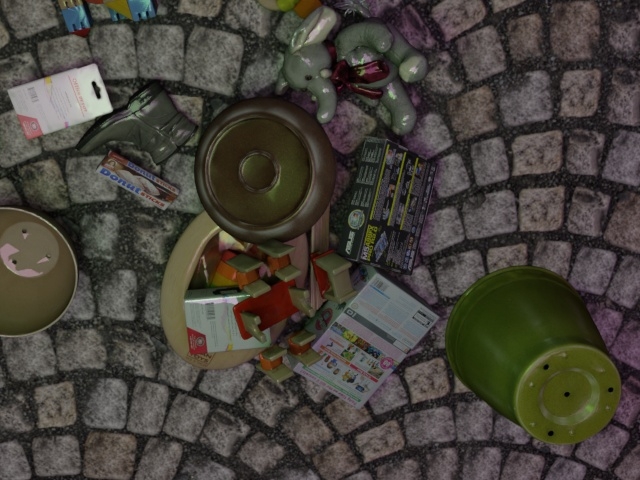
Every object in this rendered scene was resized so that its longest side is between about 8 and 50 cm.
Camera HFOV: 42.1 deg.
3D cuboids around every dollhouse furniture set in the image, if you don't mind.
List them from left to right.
[{"bbox_3d":[-0.064,0.117,1.729,0.259,0.135,0.262,-26,116,-27],"label":"dollhouse furniture set"}]

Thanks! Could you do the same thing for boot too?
[{"bbox_3d":[-0.403,-0.223,1.831,0.246,0.083,0.161,-34,113,7],"label":"boot"}]

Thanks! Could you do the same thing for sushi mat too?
[{"bbox_3d":[0.000,0.000,1.892,0.019,0.151,0.317,5,106,15],"label":"sushi mat"}]

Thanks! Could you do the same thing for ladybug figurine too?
[{"bbox_3d":[-0.198,0.086,1.888,0.305,0.162,0.449,26,101,-11],"label":"ladybug figurine"}]

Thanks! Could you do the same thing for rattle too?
[{"bbox_3d":[-0.091,-0.570,1.786,0.199,0.142,0.130,37,124,24],"label":"rattle"}]

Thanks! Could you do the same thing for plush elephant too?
[{"bbox_3d":[0.039,-0.361,1.744,0.255,0.272,0.330,-28,78,-11],"label":"plush elephant"}]

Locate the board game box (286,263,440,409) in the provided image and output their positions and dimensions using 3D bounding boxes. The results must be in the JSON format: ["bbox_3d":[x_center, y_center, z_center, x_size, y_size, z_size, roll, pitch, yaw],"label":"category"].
[{"bbox_3d":[0.098,0.223,1.965,0.224,0.097,0.303,36,99,-27],"label":"board game box"}]

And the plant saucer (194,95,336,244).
[{"bbox_3d":[-0.123,-0.142,1.718,0.310,0.050,0.311,1,96,12],"label":"plant saucer"}]

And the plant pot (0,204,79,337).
[{"bbox_3d":[-0.659,0.046,1.818,0.284,0.191,0.284,-1,105,-5],"label":"plant pot"}]

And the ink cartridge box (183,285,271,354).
[{"bbox_3d":[-0.198,0.168,1.787,0.175,0.072,0.127,-5,105,-4],"label":"ink cartridge box"}]

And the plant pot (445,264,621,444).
[{"bbox_3d":[0.509,0.282,1.912,0.366,0.353,0.366,-1,105,-5],"label":"plant pot"}]

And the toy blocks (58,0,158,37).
[{"bbox_3d":[-0.413,-0.566,1.700,0.381,0.191,0.261,-15,118,-1],"label":"toy blocks"}]

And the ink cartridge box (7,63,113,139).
[{"bbox_3d":[-0.555,-0.304,1.796,0.198,0.067,0.115,-17,106,1],"label":"ink cartridge box"}]

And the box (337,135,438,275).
[{"bbox_3d":[0.153,-0.071,1.838,0.216,0.060,0.270,15,88,-49],"label":"box"}]

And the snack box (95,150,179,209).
[{"bbox_3d":[-0.407,-0.132,1.851,0.178,0.022,0.064,31,131,-24],"label":"snack box"}]
